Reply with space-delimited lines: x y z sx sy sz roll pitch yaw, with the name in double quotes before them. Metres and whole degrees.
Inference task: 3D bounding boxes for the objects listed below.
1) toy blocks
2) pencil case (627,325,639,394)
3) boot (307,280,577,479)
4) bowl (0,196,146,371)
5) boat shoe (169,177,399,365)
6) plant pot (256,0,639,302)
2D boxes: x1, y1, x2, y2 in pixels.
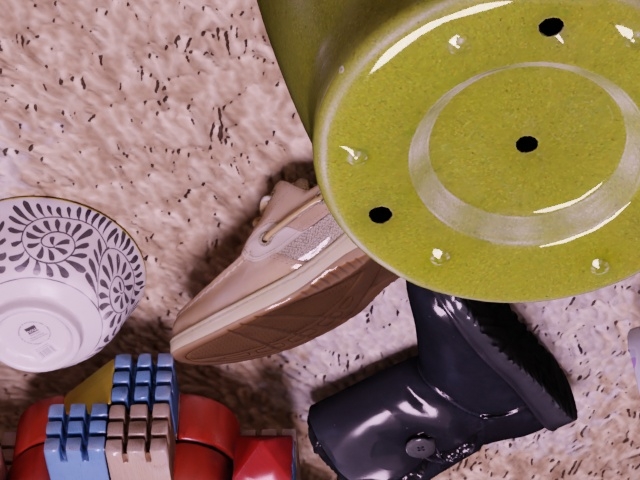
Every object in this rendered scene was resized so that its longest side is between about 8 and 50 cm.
"toy blocks" -0.161 0.204 1.624 0.381 0.190 0.261 -1 136 2
"pencil case" 0.377 0.077 1.523 0.273 0.113 0.124 -27 136 23
"boot" 0.074 0.120 1.624 0.207 0.094 0.246 -27 134 17
"bowl" -0.228 0.053 1.570 0.170 0.080 0.170 0 133 0
"boat shoe" 0.000 0.000 1.516 0.302 0.098 0.109 -33 155 25
"plant pot" 0.114 -0.162 1.189 0.367 0.353 0.366 -1 133 -1
